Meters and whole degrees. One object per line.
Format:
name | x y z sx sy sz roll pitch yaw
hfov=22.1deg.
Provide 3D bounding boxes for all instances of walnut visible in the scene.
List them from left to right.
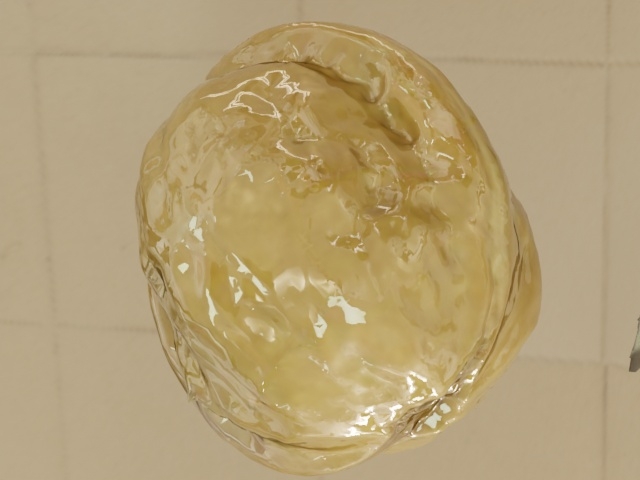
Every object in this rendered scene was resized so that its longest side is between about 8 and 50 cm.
walnut | 0.010 0.011 1.429 0.384 0.383 0.383 5 108 16

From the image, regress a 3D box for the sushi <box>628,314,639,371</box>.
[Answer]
sushi | 0.183 -0.119 0.444 0.069 0.339 0.320 17 82 -22
